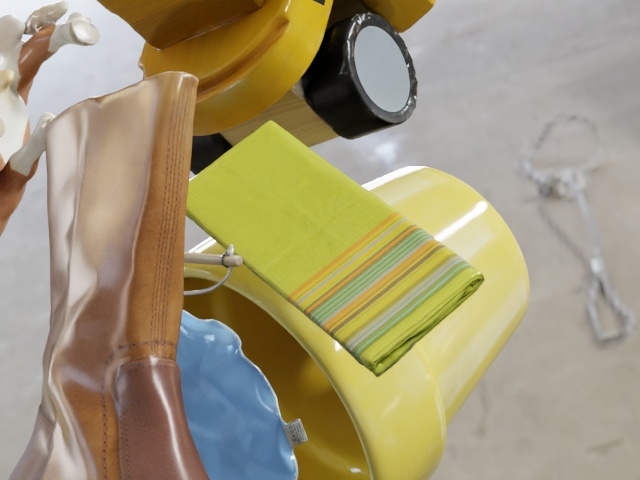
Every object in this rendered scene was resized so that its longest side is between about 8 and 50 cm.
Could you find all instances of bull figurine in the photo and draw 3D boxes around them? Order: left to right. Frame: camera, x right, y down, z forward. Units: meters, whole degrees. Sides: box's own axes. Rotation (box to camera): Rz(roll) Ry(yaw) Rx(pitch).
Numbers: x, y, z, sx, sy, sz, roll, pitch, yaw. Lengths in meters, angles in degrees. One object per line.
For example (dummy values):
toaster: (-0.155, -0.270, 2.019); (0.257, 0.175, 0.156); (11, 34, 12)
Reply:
bull figurine: (-0.242, -0.061, 1.229); (0.188, 0.101, 0.310); (-39, 39, 35)

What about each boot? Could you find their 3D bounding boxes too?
boot: (-0.072, 0.060, 0.873); (0.096, 0.280, 0.264); (10, -8, -26)

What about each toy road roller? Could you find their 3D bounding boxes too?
toy road roller: (-0.048, -0.227, 1.449); (0.202, 0.240, 0.329); (-16, 47, 36)

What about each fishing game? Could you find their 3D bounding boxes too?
fishing game: (-0.079, 0.129, 1.173); (0.189, 0.264, 0.041); (2, 13, 41)

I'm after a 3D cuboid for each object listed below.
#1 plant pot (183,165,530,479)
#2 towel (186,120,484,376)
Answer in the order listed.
plant pot: (0.028, 0.068, 1.407); (0.239, 0.254, 0.254); (-38, 26, -33)
towel: (0.000, 0.000, 1.230); (0.102, 0.021, 0.237); (-37, 48, -17)
